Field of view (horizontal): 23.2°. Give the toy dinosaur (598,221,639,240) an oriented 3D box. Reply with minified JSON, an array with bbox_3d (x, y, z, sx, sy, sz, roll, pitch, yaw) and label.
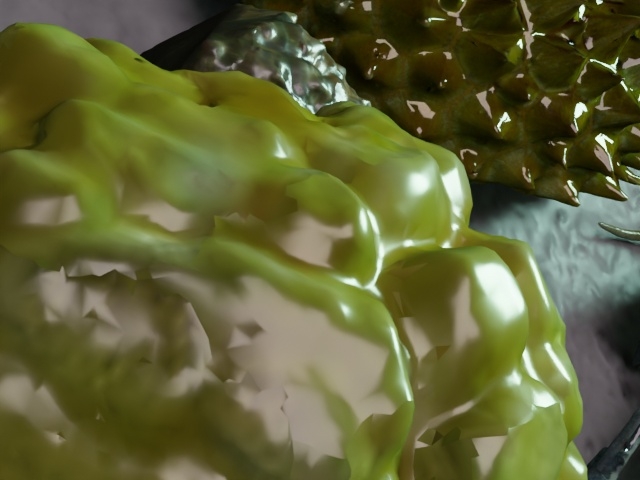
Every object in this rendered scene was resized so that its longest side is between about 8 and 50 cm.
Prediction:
[{"bbox_3d":[0.218,-0.015,0.809,0.180,0.058,0.037,-23,67,-21],"label":"toy dinosaur"}]

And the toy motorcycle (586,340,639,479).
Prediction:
[{"bbox_3d":[0.175,0.111,0.658,0.157,0.091,0.263,25,46,16],"label":"toy motorcycle"}]

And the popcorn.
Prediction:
[{"bbox_3d":[-0.068,0.057,0.439,0.270,0.224,0.258,-34,85,-2],"label":"popcorn"}]

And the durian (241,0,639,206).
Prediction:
[{"bbox_3d":[0.073,-0.109,0.702,0.306,0.166,0.172,19,88,-21],"label":"durian"}]

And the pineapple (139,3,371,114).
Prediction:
[{"bbox_3d":[0.000,0.000,0.612,0.198,0.108,0.108,46,48,-24],"label":"pineapple"}]
